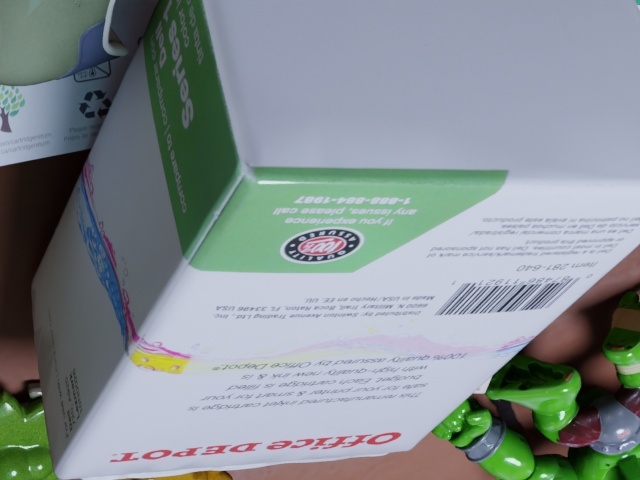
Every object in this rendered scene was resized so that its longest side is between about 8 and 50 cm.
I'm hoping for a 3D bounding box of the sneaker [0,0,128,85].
[{"bbox_3d":[-0.096,-0.143,0.537,0.086,0.064,0.192,-5,127,-30],"label":"sneaker"}]

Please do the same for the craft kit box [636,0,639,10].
[{"bbox_3d":[0.153,-0.150,0.708,0.250,0.061,0.247,-48,135,15],"label":"craft kit box"}]

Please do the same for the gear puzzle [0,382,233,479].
[{"bbox_3d":[-0.208,0.158,0.799,0.339,0.044,0.175,-2,125,-22],"label":"gear puzzle"}]

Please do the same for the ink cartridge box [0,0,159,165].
[{"bbox_3d":[-0.141,-0.181,0.566,0.165,0.065,0.332,-11,129,-15],"label":"ink cartridge box"}]

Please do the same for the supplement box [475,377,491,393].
[{"bbox_3d":[0.079,0.040,0.839,0.062,0.036,0.098,5,121,-25],"label":"supplement box"}]

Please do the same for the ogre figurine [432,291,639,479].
[{"bbox_3d":[0.175,0.112,0.898,0.197,0.097,0.118,-29,120,-15],"label":"ogre figurine"}]

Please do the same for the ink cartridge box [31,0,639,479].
[{"bbox_3d":[0.000,0.000,0.653,0.201,0.117,0.278,0,150,-26],"label":"ink cartridge box"}]
